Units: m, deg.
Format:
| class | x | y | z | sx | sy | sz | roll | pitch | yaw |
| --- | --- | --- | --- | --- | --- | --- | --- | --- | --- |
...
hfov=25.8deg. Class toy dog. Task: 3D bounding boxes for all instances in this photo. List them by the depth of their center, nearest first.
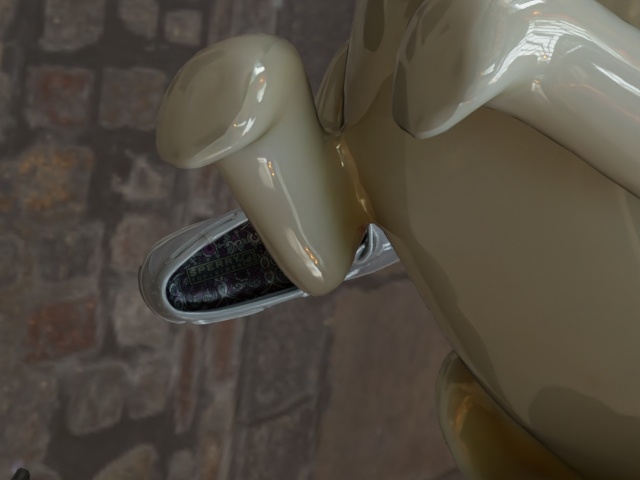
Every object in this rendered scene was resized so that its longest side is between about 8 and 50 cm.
| class | x | y | z | sx | sy | sz | roll | pitch | yaw |
| --- | --- | --- | --- | --- | --- | --- | --- | --- | --- |
| toy dog | 0.139 | -0.073 | 0.537 | 0.395 | 0.284 | 0.407 | -23 | 97 | -26 |

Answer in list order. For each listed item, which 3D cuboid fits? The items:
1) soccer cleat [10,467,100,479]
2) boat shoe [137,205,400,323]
| class | x | y | z | sx | sy | sz | roll | pitch | yaw |
| --- | --- | --- | --- | --- | --- | --- | --- | --- | --- |
| soccer cleat | -0.146 | 0.277 | 0.875 | 0.331 | 0.116 | 0.143 | 68 | 34 | -45 |
| boat shoe | -0.001 | -0.001 | 0.867 | 0.081 | 0.228 | 0.079 | -149 | -142 | -75 |
